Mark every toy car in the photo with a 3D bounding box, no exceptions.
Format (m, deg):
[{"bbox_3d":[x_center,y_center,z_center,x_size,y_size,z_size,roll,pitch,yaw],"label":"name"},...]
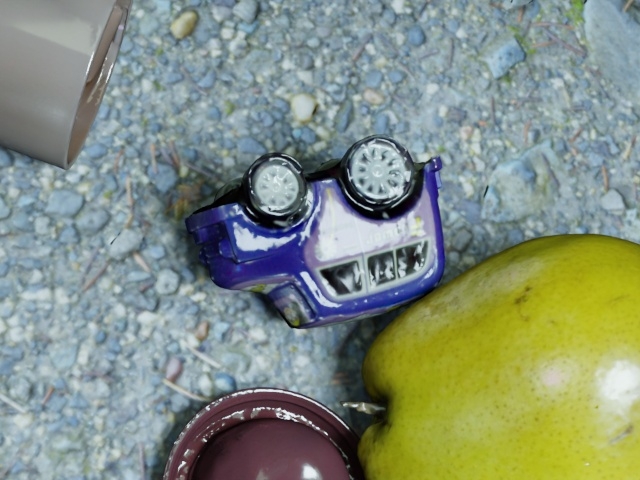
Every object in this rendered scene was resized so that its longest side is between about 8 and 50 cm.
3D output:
[{"bbox_3d":[0.000,0.000,1.276,0.235,0.172,0.158,-11,87,-15],"label":"toy car"}]

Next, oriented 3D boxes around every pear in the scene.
[{"bbox_3d":[0.203,0.140,1.211,0.336,0.285,0.285,-25,78,-21],"label":"pear"}]

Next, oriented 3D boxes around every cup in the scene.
[{"bbox_3d":[-0.286,-0.204,1.273,0.200,0.192,0.253,20,36,-4],"label":"cup"}]

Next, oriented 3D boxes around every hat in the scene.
[{"bbox_3d":[-0.037,0.223,1.213,0.205,0.089,0.206,6,68,-14],"label":"hat"}]
